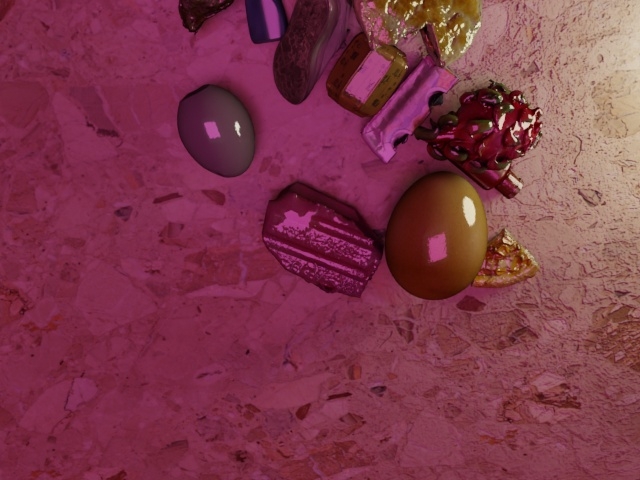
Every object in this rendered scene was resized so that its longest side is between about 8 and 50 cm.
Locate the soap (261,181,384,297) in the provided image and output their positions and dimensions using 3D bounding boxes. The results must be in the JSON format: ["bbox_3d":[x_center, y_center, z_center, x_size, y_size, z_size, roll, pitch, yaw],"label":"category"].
[{"bbox_3d":[0.000,0.000,1.949,0.325,0.127,0.220,23,107,-5],"label":"soap"}]

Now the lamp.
[{"bbox_3d":[0.109,-0.395,1.801,0.161,0.161,0.185,31,108,-8],"label":"lamp"}]

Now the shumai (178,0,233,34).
[{"bbox_3d":[-0.289,-0.616,1.717,0.218,0.183,0.185,-31,142,29],"label":"shumai"}]

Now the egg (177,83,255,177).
[{"bbox_3d":[-0.250,-0.261,1.845,0.176,0.176,0.231,-19,113,8],"label":"egg"}]

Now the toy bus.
[{"bbox_3d":[0.216,-0.321,1.853,0.112,0.090,0.274,40,106,-4],"label":"toy bus"}]

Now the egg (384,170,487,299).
[{"bbox_3d":[0.287,-0.011,1.870,0.250,0.250,0.322,6,102,0],"label":"egg"}]

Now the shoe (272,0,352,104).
[{"bbox_3d":[-0.003,-0.475,1.802,0.124,0.159,0.316,43,140,14],"label":"shoe"}]

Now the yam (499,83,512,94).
[{"bbox_3d":[0.459,-0.348,1.860,0.094,0.043,0.043,35,106,-9],"label":"yam"}]

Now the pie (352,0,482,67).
[{"bbox_3d":[0.223,-0.557,1.715,0.338,0.075,0.337,0,90,-22],"label":"pie"}]

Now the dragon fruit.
[{"bbox_3d":[0.381,-0.250,1.766,0.273,0.198,0.218,-35,147,-13],"label":"dragon fruit"}]

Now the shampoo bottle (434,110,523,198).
[{"bbox_3d":[0.395,-0.205,1.898,0.260,0.064,0.102,38,97,-11],"label":"shampoo bottle"}]

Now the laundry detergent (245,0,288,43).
[{"bbox_3d":[-0.137,-0.576,1.796,0.097,0.061,0.206,-6,108,17],"label":"laundry detergent"}]

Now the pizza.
[{"bbox_3d":[0.483,0.048,1.983,0.182,0.062,0.161,-2,103,4],"label":"pizza"}]
